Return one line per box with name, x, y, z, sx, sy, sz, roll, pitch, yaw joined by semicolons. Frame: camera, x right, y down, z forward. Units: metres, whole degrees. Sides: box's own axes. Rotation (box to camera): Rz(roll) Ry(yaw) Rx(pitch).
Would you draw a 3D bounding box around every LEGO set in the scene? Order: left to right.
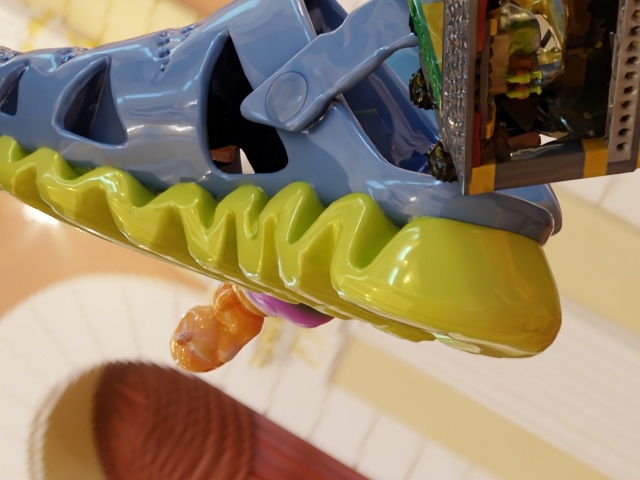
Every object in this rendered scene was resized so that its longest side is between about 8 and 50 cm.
LEGO set;0.121;-0.168;0.520;0.255;0.192;0.331;-103;7;-48

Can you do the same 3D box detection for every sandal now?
sandal;-0.024;-0.048;0.736;0.126;0.317;0.138;23;-98;-54

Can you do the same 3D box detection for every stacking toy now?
stacking toy;0.000;0.000;1.236;0.302;0.166;0.175;-39;-19;27
